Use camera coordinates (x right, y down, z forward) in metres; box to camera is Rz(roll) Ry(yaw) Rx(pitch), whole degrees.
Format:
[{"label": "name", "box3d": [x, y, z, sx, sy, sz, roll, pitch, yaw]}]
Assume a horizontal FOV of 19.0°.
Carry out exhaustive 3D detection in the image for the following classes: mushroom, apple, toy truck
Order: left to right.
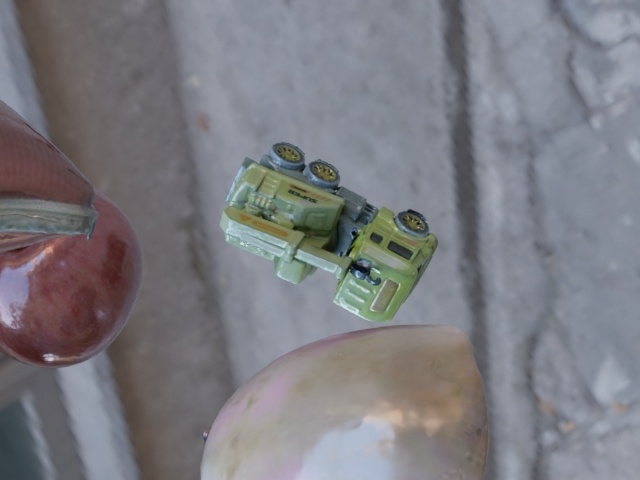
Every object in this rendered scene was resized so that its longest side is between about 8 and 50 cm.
[{"label": "apple", "box3d": [-0.220, 0.022, 1.535, 0.153, 0.153, 0.120, 42, 172, 35]}, {"label": "toy truck", "box3d": [0.000, 0.000, 1.494, 0.169, 0.100, 0.077, 29, 123, 1]}, {"label": "mushroom", "box3d": [0.012, 0.151, 1.292, 0.173, 0.162, 0.236, 122, 152, -61]}]

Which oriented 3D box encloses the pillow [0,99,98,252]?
[{"label": "pillow", "box3d": [-0.183, -0.022, 0.609, 0.171, 0.179, 0.075, 27, 115, 55]}]
